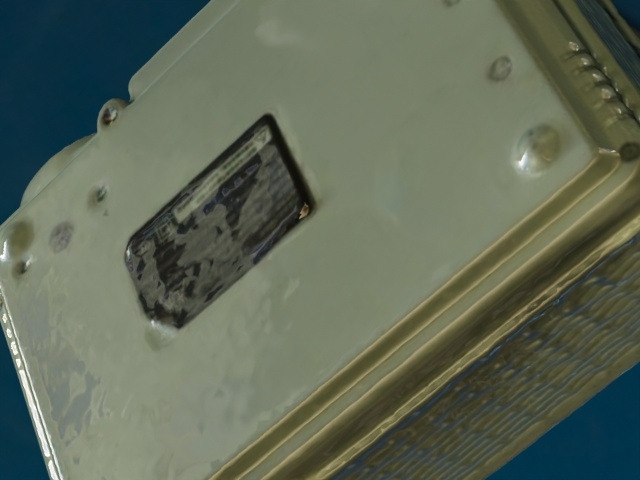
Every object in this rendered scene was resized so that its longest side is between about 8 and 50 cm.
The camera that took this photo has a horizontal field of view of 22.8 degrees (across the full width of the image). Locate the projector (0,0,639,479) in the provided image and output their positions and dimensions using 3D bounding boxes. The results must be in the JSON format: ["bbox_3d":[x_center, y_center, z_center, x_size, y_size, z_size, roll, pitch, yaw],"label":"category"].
[{"bbox_3d":[0.000,0.000,0.572,0.256,0.192,0.099,-41,-40,20],"label":"projector"}]
